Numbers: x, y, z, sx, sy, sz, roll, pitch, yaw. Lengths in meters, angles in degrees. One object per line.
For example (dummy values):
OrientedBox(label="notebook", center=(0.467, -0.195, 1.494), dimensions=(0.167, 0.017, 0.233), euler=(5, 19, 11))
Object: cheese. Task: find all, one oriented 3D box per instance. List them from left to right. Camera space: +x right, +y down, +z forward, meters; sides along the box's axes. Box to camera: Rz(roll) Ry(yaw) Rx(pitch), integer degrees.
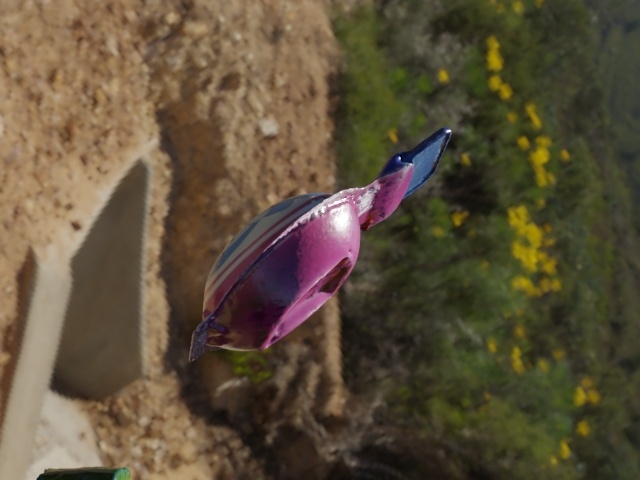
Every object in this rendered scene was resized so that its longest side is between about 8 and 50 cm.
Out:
OrientedBox(label="cheese", center=(0.000, 0.000, 0.881), dimensions=(0.062, 0.244, 0.155), euler=(45, -24, 13))

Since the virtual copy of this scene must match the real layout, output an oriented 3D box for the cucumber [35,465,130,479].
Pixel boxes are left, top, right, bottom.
OrientedBox(label="cucumber", center=(-0.253, 0.342, 1.351), dimensions=(0.191, 0.130, 0.191), euler=(-5, 90, -87))
